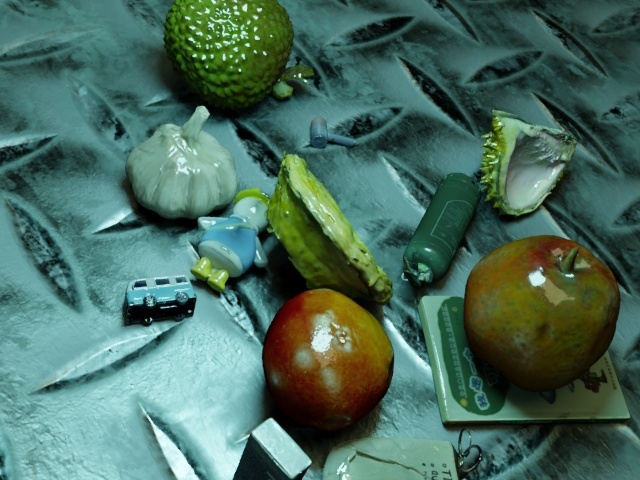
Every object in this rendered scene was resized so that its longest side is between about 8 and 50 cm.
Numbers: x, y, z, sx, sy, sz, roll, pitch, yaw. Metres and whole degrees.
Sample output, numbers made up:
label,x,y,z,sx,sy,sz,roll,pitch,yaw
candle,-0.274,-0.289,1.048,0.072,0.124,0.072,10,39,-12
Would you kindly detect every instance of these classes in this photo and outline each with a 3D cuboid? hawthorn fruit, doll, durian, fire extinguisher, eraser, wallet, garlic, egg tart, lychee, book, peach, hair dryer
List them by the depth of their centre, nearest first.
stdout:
label,x,y,z,sx,sy,sz,roll,pitch,yaw
eraser,-0.080,0.354,1.308,0.046,0.213,0.092,-32,68,-35
wallet,0.133,0.448,1.389,0.274,0.068,0.335,9,53,-12
peach,0.015,0.205,1.461,0.243,0.199,0.244,19,48,-22
hawthorn fruit,0.397,0.109,1.528,0.276,0.298,0.277,8,50,-9
egg tart,0.000,0.000,1.584,0.132,0.345,0.345,-34,64,1
doll,-0.153,-0.013,1.650,0.135,0.099,0.241,12,46,23
book,0.382,0.223,1.651,0.370,0.043,0.260,2,53,-15
garlic,-0.258,-0.161,1.663,0.218,0.212,0.219,10,45,-11
fire extinguisher,0.235,-0.012,1.749,0.095,0.115,0.311,9,48,25
lychee,-0.182,-0.413,1.851,0.270,0.270,0.320,45,14,19
durian,0.417,-0.147,1.869,0.305,0.185,0.196,11,83,-52
hair dryer,0.033,-0.228,1.912,0.114,0.037,0.063,13,49,-16

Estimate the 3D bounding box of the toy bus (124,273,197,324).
label,x,y,z,sx,sy,sz,roll,pitch,yaw
toy bus,-0.288,0.101,1.546,0.122,0.060,0.075,-6,50,-22
